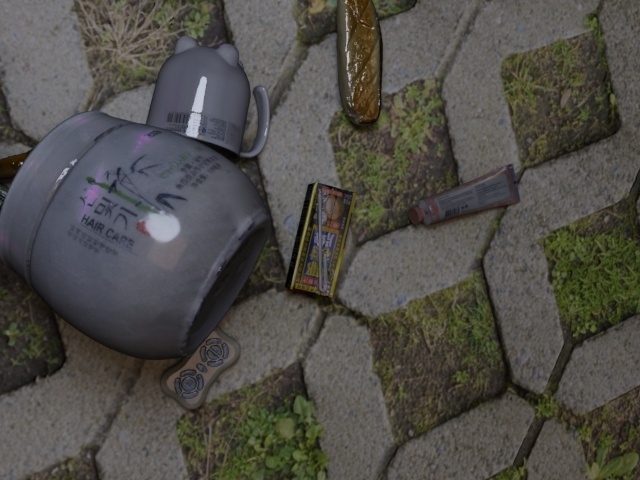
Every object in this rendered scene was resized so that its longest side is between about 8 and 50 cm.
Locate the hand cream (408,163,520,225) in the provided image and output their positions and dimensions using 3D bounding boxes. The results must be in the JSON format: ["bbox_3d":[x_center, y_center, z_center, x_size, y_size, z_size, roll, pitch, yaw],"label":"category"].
[{"bbox_3d":[0.241,-0.070,1.073,0.209,0.043,0.067,-17,97,-20],"label":"hand cream"}]

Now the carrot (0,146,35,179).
[{"bbox_3d":[-0.388,-0.109,0.884,0.254,0.049,0.049,-19,96,-17],"label":"carrot"}]

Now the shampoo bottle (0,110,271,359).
[{"bbox_3d":[-0.223,-0.007,0.808,0.266,0.273,0.273,28,83,4],"label":"shampoo bottle"}]

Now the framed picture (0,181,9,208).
[{"bbox_3d":[-0.566,-0.011,0.854,0.217,0.017,0.274,36,82,-13],"label":"framed picture"}]

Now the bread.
[{"bbox_3d":[0.060,-0.283,1.011,0.073,0.053,0.215,-5,94,-12],"label":"bread"}]

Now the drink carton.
[{"bbox_3d":[0.000,0.000,0.994,0.071,0.056,0.166,13,87,-13],"label":"drink carton"}]

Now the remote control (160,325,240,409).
[{"bbox_3d":[-0.176,0.185,0.958,0.074,0.032,0.122,40,80,-12],"label":"remote control"}]

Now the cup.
[{"bbox_3d":[-0.145,-0.194,0.912,0.173,0.134,0.142,13,85,-14],"label":"cup"}]
